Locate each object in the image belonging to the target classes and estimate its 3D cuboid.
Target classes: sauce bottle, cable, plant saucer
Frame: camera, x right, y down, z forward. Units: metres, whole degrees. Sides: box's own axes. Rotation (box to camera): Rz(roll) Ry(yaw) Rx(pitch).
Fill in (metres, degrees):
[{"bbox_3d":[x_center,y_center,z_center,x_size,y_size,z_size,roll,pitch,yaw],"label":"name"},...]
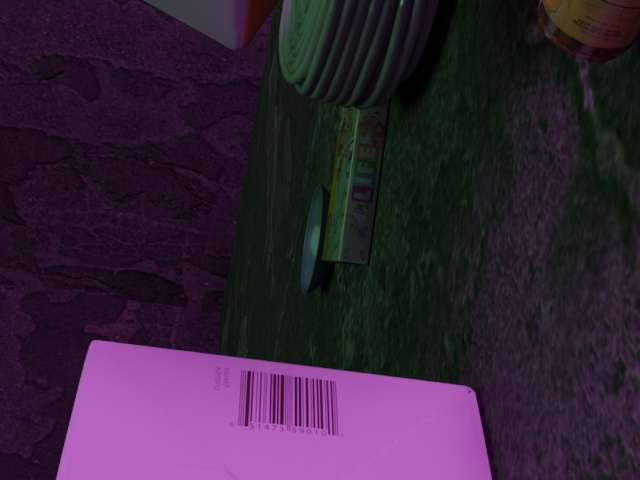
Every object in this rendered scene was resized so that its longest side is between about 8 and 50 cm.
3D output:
[{"bbox_3d":[0.112,-0.116,0.343,0.128,0.042,0.042,110,166,-53],"label":"sauce bottle"},{"bbox_3d":[0.037,-0.230,0.792,0.257,0.089,0.257,-93,17,-54],"label":"cable"},{"bbox_3d":[0.000,0.000,1.112,0.119,0.021,0.119,-172,90,-82],"label":"plant saucer"}]

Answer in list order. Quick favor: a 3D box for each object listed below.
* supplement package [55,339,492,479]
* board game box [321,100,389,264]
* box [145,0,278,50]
[{"bbox_3d":[-0.040,0.220,0.516,0.198,0.199,0.263,-91,12,-52],"label":"supplement package"},{"bbox_3d":[0.031,-0.056,0.925,0.103,0.026,0.154,171,107,-82],"label":"board game box"},{"bbox_3d":[-0.017,-0.310,0.524,0.345,0.168,0.215,-59,-4,-22],"label":"box"}]
